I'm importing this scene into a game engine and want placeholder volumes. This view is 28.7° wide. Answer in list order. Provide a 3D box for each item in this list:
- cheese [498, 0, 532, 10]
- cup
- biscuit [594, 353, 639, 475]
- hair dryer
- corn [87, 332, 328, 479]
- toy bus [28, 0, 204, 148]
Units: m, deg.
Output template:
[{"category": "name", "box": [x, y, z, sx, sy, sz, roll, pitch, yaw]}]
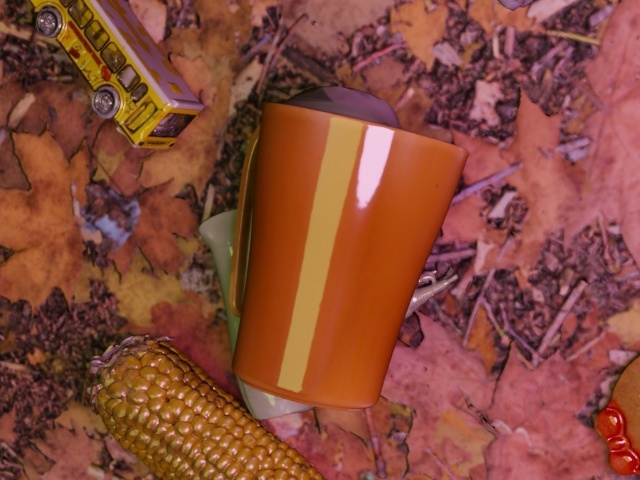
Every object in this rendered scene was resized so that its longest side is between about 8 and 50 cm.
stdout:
[{"category": "cheese", "box": [0.089, -0.312, 1.049, 0.082, 0.163, 0.286, -36, 89, 37]}, {"category": "cup", "box": [0.000, 0.000, 1.095, 0.226, 0.182, 0.264, 16, 93, 48]}, {"category": "biscuit", "box": [0.343, 0.152, 1.046, 0.226, 0.036, 0.166, 8, 101, 24]}, {"category": "hair dryer", "box": [0.013, 0.046, 1.180, 0.237, 0.075, 0.206, -18, 82, 18]}, {"category": "corn", "box": [-0.100, 0.211, 1.219, 0.318, 0.115, 0.115, 38, 110, 15]}, {"category": "toy bus", "box": [-0.211, -0.192, 1.239, 0.074, 0.081, 0.226, -41, 76, 18]}]
